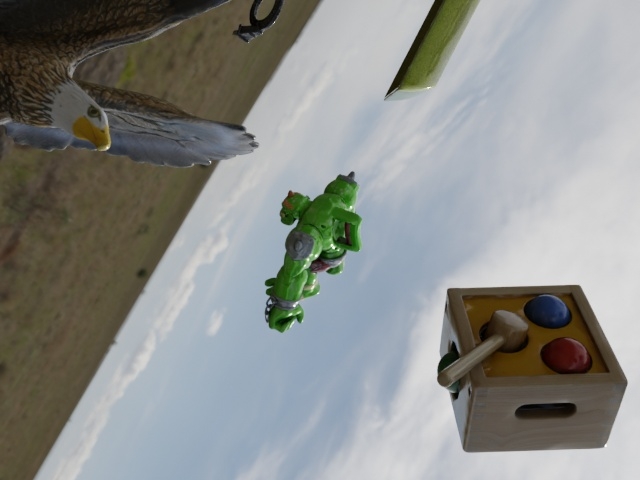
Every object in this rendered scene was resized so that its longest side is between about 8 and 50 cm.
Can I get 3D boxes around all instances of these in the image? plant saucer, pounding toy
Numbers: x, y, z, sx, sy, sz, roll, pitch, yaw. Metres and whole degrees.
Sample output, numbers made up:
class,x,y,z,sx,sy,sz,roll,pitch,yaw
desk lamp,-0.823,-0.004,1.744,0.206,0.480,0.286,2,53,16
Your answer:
class,x,y,z,sx,sy,sz,roll,pitch,yaw
plant saucer,0.157,-0.272,1.077,0.188,0.045,0.188,-63,-176,4
pounding toy,0.143,0.091,0.593,0.130,0.141,0.100,-95,-176,-54

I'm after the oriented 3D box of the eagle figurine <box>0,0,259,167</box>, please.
class,x,y,z,sx,sy,sz,roll,pitch,yaw
eagle figurine,-0.207,-0.141,0.656,0.298,0.225,0.226,-25,174,-35

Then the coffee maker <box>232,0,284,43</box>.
class,x,y,z,sx,sy,sz,roll,pitch,yaw
coffee maker,-0.081,-0.261,0.534,0.120,0.178,0.171,-22,-121,40

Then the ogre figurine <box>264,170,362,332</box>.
class,x,y,z,sx,sy,sz,roll,pitch,yaw
ogre figurine,0.000,0.000,0.883,0.197,0.097,0.118,-31,149,-34
